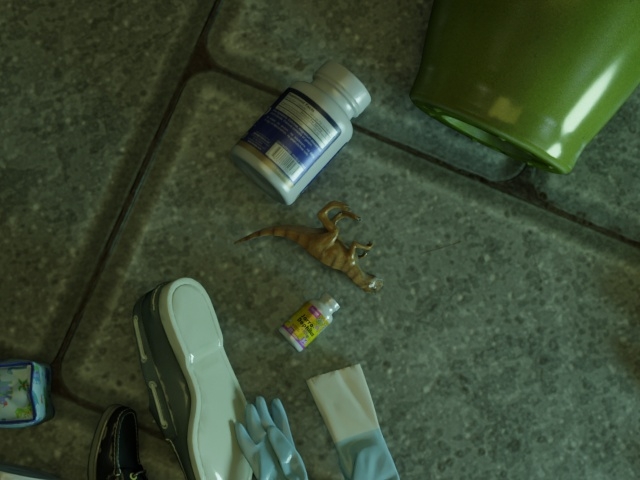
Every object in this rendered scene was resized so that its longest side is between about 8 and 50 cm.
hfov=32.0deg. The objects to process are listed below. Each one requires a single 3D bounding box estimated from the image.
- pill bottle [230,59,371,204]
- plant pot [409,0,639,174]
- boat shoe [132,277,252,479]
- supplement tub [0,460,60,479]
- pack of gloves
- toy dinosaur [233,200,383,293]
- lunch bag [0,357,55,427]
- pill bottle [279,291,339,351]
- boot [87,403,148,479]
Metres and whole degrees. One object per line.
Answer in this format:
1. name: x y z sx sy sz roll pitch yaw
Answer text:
1. pill bottle: -0.022 -0.150 1.519 0.112 0.112 0.187 42 81 3
2. plant pot: 0.295 -0.290 1.463 0.366 0.366 0.353 26 92 0
3. boat shoe: -0.174 0.211 1.484 0.099 0.116 0.320 -14 90 38
4. supplement tub: -0.413 0.385 1.402 0.144 0.144 0.200 14 81 -2
5. pack of gloves: -0.003 0.303 1.489 0.195 0.046 0.232 -15 75 -18
6. toy dinosaur: 0.000 0.000 1.524 0.211 0.064 0.112 27 82 1
7. lunch bag: -0.429 0.197 1.435 0.151 0.129 0.096 -6 81 -3
8. pill bottle: -0.014 0.109 1.517 0.083 0.043 0.043 -44 87 -8
9. boot: -0.204 0.332 1.423 0.178 0.085 0.237 2 88 22
